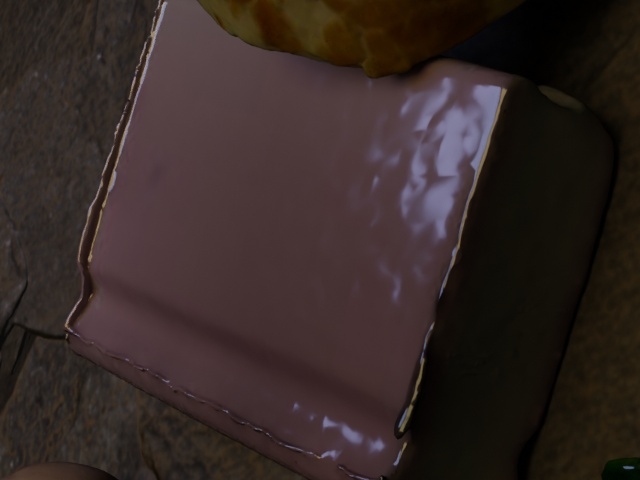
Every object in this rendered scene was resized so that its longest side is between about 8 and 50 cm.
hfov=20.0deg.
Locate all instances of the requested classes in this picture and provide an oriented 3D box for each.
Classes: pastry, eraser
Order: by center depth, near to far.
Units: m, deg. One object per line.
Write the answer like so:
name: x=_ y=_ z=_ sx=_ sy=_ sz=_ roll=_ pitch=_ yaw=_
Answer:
pastry: x=0.030 y=-0.232 z=1.068 sx=0.256 sy=0.170 sz=0.237 roll=-25 pitch=41 yaw=-6
eraser: x=0.000 y=0.000 z=1.158 sx=0.359 sy=0.122 sz=0.272 roll=19 pitch=92 yaw=48

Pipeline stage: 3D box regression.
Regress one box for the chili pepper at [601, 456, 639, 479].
chili pepper: x=0.151 y=0.228 z=0.954 sx=0.099 sy=0.083 sz=0.253 roll=28 pitch=98 yaw=58

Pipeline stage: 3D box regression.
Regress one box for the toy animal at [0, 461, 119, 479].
toy animal: x=-0.178 y=0.280 z=1.262 sx=0.154 sy=0.166 sz=0.250 roll=-2 pitch=81 yaw=7
